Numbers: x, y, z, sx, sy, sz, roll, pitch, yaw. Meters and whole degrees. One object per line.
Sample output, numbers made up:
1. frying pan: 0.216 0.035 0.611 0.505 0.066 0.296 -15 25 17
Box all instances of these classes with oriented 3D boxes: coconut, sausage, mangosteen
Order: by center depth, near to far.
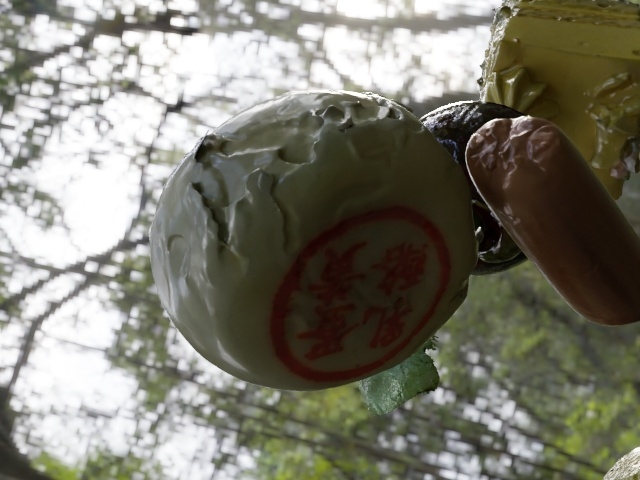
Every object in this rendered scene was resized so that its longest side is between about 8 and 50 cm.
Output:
1. sausage: 0.206 -0.009 1.192 0.289 0.086 0.086 46 -122 -48
2. mangosteen: 0.173 -0.058 1.711 0.216 0.216 0.216 -39 -45 -55
3. coconut: 0.106 0.169 1.976 0.055 0.133 0.158 26 -88 -31

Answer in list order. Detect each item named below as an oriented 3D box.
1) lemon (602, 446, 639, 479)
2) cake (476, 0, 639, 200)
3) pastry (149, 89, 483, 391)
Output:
1. lemon: 0.420 0.354 1.650 0.268 0.268 0.322 -58 -10 -38
2. cake: 0.323 -0.185 1.981 0.286 0.227 0.222 -79 -6 -57
3. pastry: -0.002 0.000 1.106 0.265 0.133 0.265 -14 -55 -21
